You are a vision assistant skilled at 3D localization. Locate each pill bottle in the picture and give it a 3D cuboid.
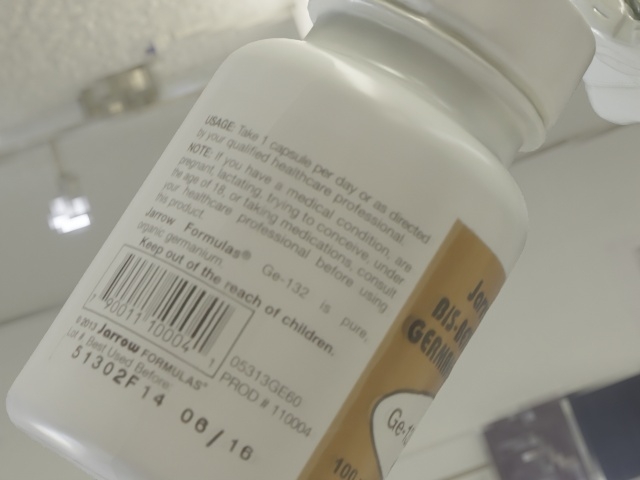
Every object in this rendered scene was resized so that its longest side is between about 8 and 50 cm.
[{"bbox_3d":[0.000,0.000,0.713,0.229,0.131,0.131,-58,-11,-10],"label":"pill bottle"}]

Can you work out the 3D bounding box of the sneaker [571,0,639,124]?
[{"bbox_3d":[0.223,-0.078,0.857,0.232,0.090,0.115,10,-27,8],"label":"sneaker"}]
